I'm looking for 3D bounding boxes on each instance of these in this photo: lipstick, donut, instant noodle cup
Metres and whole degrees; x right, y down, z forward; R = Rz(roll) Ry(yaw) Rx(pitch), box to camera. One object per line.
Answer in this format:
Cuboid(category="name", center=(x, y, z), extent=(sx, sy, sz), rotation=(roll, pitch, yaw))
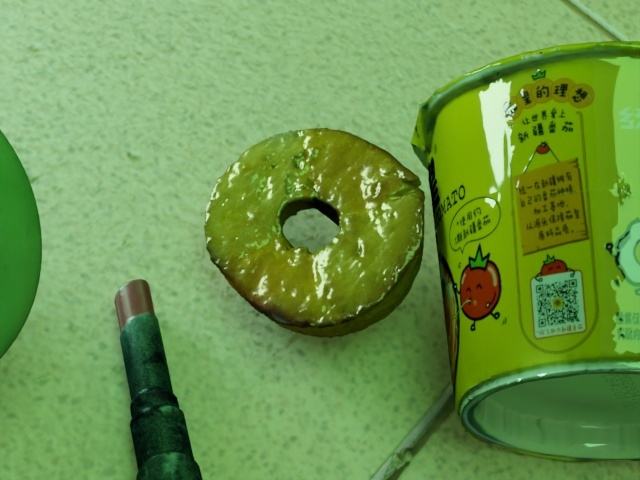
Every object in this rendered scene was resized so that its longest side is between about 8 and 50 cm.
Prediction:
Cuboid(category="lipstick", center=(-0.125, 0.132, 1.312), extent=(0.053, 0.053, 0.234), rotation=(-2, 59, -21))
Cuboid(category="donut", center=(0.001, -0.001, 1.397), extent=(0.190, 0.074, 0.174), rotation=(21, 73, 25))
Cuboid(category="instant noodle cup", center=(0.231, 0.025, 1.368), extent=(0.325, 0.325, 0.254), rotation=(9, 67, -15))

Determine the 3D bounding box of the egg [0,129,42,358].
Cuboid(category="egg", center=(-0.314, -0.010, 1.229), extent=(0.220, 0.220, 0.270), rotation=(-4, 57, -22))
